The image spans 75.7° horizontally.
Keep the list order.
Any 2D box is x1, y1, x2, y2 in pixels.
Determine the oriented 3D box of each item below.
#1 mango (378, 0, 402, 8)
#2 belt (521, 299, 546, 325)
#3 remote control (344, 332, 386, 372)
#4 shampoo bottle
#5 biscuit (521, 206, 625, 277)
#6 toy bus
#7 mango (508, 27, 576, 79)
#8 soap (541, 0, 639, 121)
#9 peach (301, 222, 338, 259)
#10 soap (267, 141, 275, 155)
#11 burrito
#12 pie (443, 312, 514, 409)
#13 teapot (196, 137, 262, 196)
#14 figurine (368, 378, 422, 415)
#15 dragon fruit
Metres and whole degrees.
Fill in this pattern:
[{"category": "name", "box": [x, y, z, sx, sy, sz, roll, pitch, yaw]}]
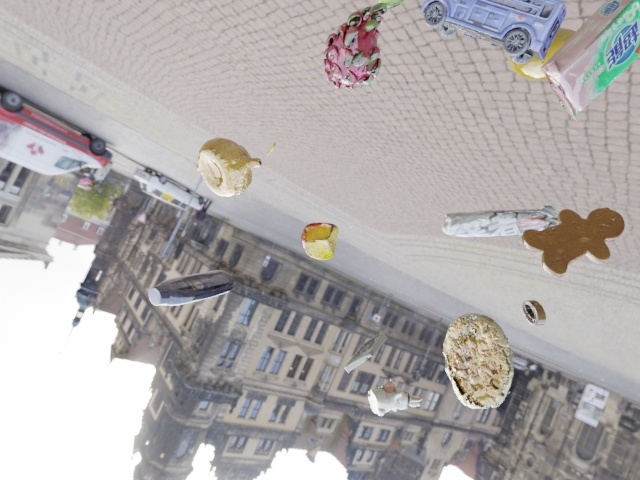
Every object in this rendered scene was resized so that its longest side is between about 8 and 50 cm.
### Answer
[{"category": "mango", "box": [0.279, -0.897, 1.466, 0.091, 0.165, 0.074, 53, -160, -20]}, {"category": "belt", "box": [0.647, 0.216, 1.243, 0.035, 0.059, 0.083, 0, -138, -11]}, {"category": "remote control", "box": [0.174, 0.422, 1.569, 0.038, 0.123, 0.285, 55, -163, 11]}, {"category": "shampoo bottle", "box": [-0.317, 0.118, 1.031, 0.087, 0.049, 0.233, 28, -163, 24]}, {"category": "biscuit", "box": [0.550, -0.004, 0.880, 0.138, 0.204, 0.031, 61, 178, 30]}, {"category": "toy bus", "box": [0.377, -0.506, 0.922, 0.292, 0.133, 0.125, 34, -153, 23]}, {"category": "mango", "box": [0.839, -0.700, 1.557, 0.142, 0.195, 0.331, 39, -178, -30]}, {"category": "soap", "box": [0.746, -0.499, 1.111, 0.217, 0.273, 0.098, 34, -163, -36]}, {"category": "peach", "box": [-0.004, 0.002, 1.518, 0.118, 0.151, 0.151, 19, 174, 31]}, {"category": "soap", "box": [-0.227, -0.424, 1.904, 0.012, 0.034, 0.089, 20, 152, -23]}, {"category": "burrito", "box": [0.641, -0.063, 1.428, 0.445, 0.101, 0.139, -1, 176, 30]}, {"category": "pie", "box": [0.444, 0.343, 1.184, 0.055, 0.275, 0.274, 9, -179, -20]}, {"category": "teapot", "box": [-0.320, -0.267, 1.449, 0.311, 0.167, 0.204, 11, 124, 44]}, {"category": "figurine", "box": [0.222, 0.461, 1.234, 0.146, 0.098, 0.081, -8, 146, -18]}, {"category": "dragon fruit", "box": [0.111, -0.657, 1.402, 0.198, 0.273, 0.218, -2, -150, -7]}]
